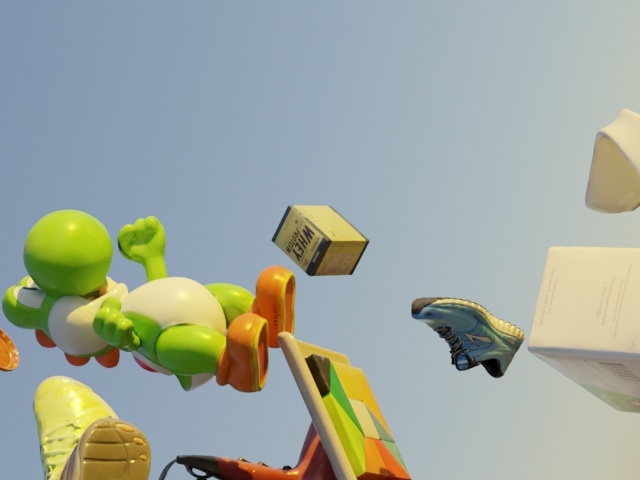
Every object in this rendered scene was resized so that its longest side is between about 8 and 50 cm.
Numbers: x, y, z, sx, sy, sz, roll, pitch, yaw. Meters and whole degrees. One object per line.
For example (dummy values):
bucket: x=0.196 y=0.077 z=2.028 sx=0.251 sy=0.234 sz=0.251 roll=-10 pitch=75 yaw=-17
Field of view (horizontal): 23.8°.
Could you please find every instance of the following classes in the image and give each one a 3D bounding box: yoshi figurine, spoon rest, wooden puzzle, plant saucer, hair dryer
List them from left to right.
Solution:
plant saucer: x=-0.480 y=0.159 z=2.242 sx=0.013 sy=0.083 sz=0.083 roll=-38 pitch=-4 yaw=19
yoshi figurine: x=-0.222 y=0.058 z=1.840 sx=0.203 sy=0.362 sz=0.203 roll=48 pitch=-128 yaw=-69
hair dryer: x=-0.051 y=0.308 z=1.942 sx=0.293 sy=0.080 sz=0.223 roll=-44 pitch=-75 yaw=-32
wooden puzzle: x=0.040 y=0.220 z=1.833 sx=0.221 sy=0.044 sz=0.239 roll=65 pitch=-168 yaw=21
spoon rest: x=0.354 y=-0.095 z=1.716 sx=0.137 sy=0.084 sz=0.276 roll=-42 pitch=-10 yaw=2

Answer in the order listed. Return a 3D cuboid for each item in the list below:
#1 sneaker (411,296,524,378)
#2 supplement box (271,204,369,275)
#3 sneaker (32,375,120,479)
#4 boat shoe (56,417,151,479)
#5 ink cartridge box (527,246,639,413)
sneaker: x=0.169 y=0.114 z=1.761 sx=0.162 sy=0.063 sz=0.073 roll=27 pitch=-106 yaw=-30
supplement box: x=0.000 y=0.000 z=1.944 sx=0.083 sy=0.083 sz=0.056 roll=0 pitch=-56 yaw=-48
sneaker: x=-0.387 y=0.380 z=2.481 sx=0.384 sy=0.145 sz=0.147 roll=64 pitch=-173 yaw=28
boat shoe: x=-0.321 y=0.421 z=2.078 sx=0.130 sy=0.132 sz=0.355 roll=-39 pitch=31 yaw=52
ink cartridge box: x=0.407 y=0.096 z=1.468 sx=0.207 sy=0.353 sz=0.119 roll=33 pitch=-113 yaw=-44
